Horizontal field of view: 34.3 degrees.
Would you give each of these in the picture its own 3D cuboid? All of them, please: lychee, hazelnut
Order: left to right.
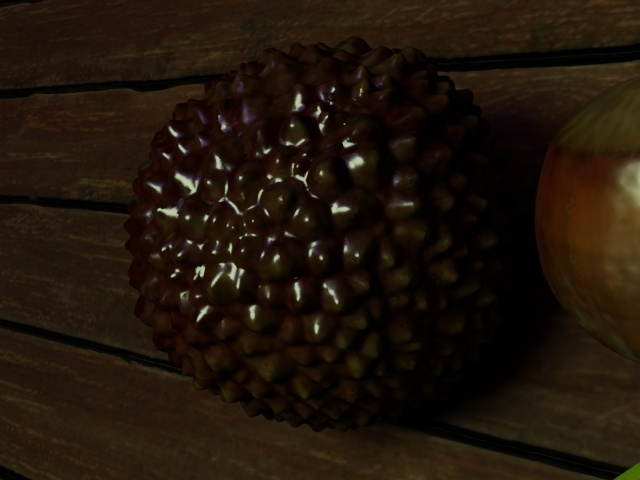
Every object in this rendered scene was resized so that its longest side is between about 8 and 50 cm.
[{"bbox_3d":[0.000,0.000,0.775,0.306,0.330,0.306,-1,88,18],"label":"lychee"},{"bbox_3d":[0.234,-0.010,0.650,0.214,0.176,0.214,18,112,54],"label":"hazelnut"}]

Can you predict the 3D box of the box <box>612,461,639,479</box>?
[{"bbox_3d":[0.139,0.261,0.627,0.335,0.047,0.187,-42,16,20],"label":"box"}]
